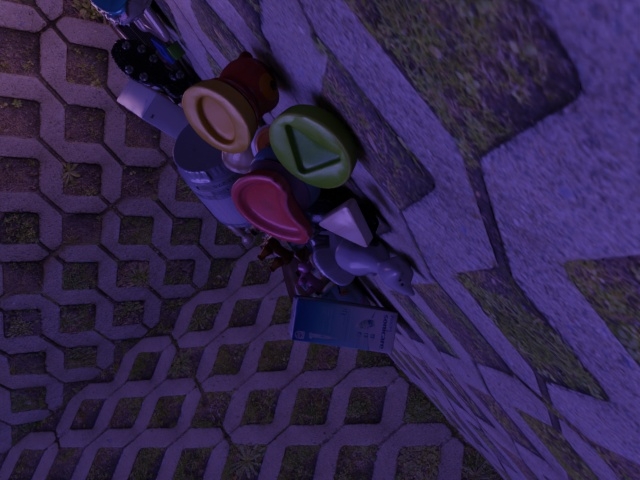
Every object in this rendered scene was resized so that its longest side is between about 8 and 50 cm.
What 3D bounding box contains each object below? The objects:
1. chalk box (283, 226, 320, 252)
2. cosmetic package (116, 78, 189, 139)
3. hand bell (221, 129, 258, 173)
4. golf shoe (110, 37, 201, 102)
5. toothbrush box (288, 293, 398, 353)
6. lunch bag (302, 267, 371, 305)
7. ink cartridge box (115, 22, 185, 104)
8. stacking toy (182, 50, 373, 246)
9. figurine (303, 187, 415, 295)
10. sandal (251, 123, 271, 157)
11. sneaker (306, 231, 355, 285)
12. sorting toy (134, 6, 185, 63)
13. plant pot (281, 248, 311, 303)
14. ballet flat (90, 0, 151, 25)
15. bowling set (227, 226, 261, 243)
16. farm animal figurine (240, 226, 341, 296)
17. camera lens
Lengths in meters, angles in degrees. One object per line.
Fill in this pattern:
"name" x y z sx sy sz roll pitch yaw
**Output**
"chalk box" -0.083 -0.100 1.383 0.132 0.132 0.213 45 172 40
"cosmetic package" -0.423 -0.354 1.884 0.377 0.097 0.284 30 -175 -40
"hand bell" -0.175 -0.265 1.270 0.126 0.126 0.242 47 162 27
"golf shoe" -0.469 -0.468 1.698 0.273 0.105 0.120 30 172 -11
"toothbrush box" 0.061 0.246 1.782 0.296 0.126 0.216 10 177 -4
"lunch bag" 0.054 0.178 2.048 0.223 0.160 0.262 49 -173 -29
"ink cartridge box" -0.511 -0.565 1.861 0.193 0.088 0.234 49 174 22
"stacking toy" -0.034 -0.139 0.934 0.280 0.130 0.308 13 143 30
"figurine" 0.076 0.003 1.089 0.215 0.092 0.209 52 170 -28
"sandal" -0.059 -0.117 1.233 0.076 0.102 0.265 44 170 50
"sneaker" 0.000 0.000 1.582 0.268 0.101 0.153 56 175 0
"sorting toy" -0.444 -0.582 1.449 0.196 0.047 0.347 36 166 50
"plant pot" -0.064 0.095 2.310 0.230 0.215 0.215 65 174 -2
"ballet flat" -0.390 -0.526 1.137 0.409 0.147 0.147 50 175 31
"bowling set" -0.210 -0.135 2.170 0.154 0.200 0.287 46 133 -11
"farm animal figurine" -0.075 -0.002 1.798 0.326 0.172 0.330 48 -172 30
"camera lens" -0.238 -0.181 1.590 0.219 0.219 0.274 46 173 36
